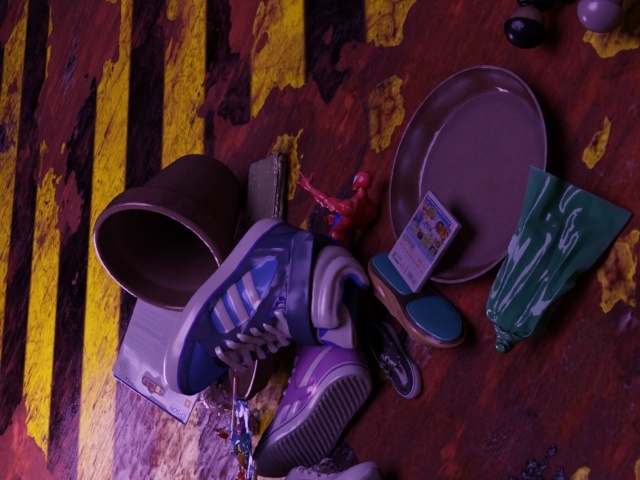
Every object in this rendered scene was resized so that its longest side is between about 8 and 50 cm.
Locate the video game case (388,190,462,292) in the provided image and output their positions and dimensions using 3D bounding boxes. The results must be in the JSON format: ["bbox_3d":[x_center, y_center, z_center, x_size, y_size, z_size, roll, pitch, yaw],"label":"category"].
[{"bbox_3d":[0.147,0.002,1.512,0.122,0.011,0.087,-60,39,24],"label":"video game case"}]

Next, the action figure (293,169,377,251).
[{"bbox_3d":[0.000,0.000,1.721,0.139,0.091,0.280,40,112,38],"label":"action figure"}]

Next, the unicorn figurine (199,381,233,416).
[{"bbox_3d":[-0.195,0.258,1.889,0.060,0.111,0.162,-39,78,5],"label":"unicorn figurine"}]

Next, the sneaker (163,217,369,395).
[{"bbox_3d":[-0.067,0.133,1.589,0.236,0.130,0.323,28,79,32],"label":"sneaker"}]

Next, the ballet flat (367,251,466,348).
[{"bbox_3d":[0.141,0.102,1.537,0.232,0.080,0.073,-126,30,-50],"label":"ballet flat"}]

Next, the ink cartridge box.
[{"bbox_3d":[-0.282,0.205,2.031,0.223,0.045,0.224,27,100,32],"label":"ink cartridge box"}]

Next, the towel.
[{"bbox_3d":[-0.100,-0.082,1.945,0.110,0.027,0.148,-17,67,52],"label":"towel"}]

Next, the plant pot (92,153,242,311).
[{"bbox_3d":[-0.253,-0.039,1.955,0.263,0.263,0.229,-35,21,44],"label":"plant pot"}]

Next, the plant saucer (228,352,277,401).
[{"bbox_3d":[-0.114,0.139,1.817,0.278,0.041,0.278,-176,90,-75],"label":"plant saucer"}]

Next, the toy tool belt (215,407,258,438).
[{"bbox_3d":[-0.143,0.321,1.871,0.083,0.052,0.051,-22,31,46],"label":"toy tool belt"}]

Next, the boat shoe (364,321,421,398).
[{"bbox_3d":[0.104,0.177,1.573,0.049,0.040,0.142,-56,41,27],"label":"boat shoe"}]

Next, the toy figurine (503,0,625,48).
[{"bbox_3d":[0.276,-0.351,1.351,0.213,0.209,0.148,5,74,56],"label":"toy figurine"}]

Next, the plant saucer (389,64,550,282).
[{"bbox_3d":[0.214,-0.090,1.497,0.310,0.050,0.311,-23,61,49],"label":"plant saucer"}]

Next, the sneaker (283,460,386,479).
[{"bbox_3d":[-0.010,0.393,1.612,0.297,0.111,0.129,-41,43,39],"label":"sneaker"}]

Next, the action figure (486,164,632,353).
[{"bbox_3d":[0.276,0.039,1.338,0.137,0.063,0.232,29,99,22],"label":"action figure"}]

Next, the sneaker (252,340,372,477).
[{"bbox_3d":[-0.021,0.248,1.690,0.282,0.102,0.161,-50,35,25],"label":"sneaker"}]

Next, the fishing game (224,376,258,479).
[{"bbox_3d":[-0.132,0.347,1.697,0.264,0.041,0.189,-113,25,-61],"label":"fishing game"}]
